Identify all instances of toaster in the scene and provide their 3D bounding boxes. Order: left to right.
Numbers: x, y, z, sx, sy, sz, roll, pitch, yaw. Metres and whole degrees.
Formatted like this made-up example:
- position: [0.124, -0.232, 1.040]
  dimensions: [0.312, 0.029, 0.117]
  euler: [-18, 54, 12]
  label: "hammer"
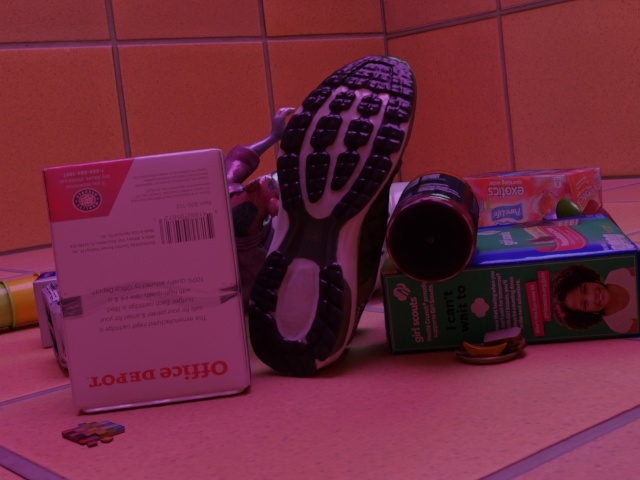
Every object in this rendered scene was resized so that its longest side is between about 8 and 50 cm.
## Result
- position: [-0.310, 0.110, 1.356]
  dimensions: [0.146, 0.129, 0.227]
  euler: [-13, 10, -20]
  label: "toaster"

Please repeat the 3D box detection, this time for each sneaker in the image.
- position: [0.031, -0.032, 1.216]
  dimensions: [0.158, 0.410, 0.182]
  euler: [20, 3, 23]
  label: "sneaker"

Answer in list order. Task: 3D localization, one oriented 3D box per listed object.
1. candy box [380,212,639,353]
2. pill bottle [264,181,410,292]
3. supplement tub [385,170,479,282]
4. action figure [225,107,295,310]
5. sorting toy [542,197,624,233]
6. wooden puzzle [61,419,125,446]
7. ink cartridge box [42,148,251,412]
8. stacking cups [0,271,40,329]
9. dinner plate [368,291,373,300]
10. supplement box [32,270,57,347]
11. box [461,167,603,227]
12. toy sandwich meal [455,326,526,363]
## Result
- position: [0.248, 0.053, 1.286]
  dimensions: [0.317, 0.122, 0.268]
  euler: [-7, 10, 9]
  label: "candy box"
- position: [0.000, 0.000, 1.649]
  dimensions: [0.361, 0.204, 0.204]
  euler: [-7, 6, 5]
  label: "pill bottle"
- position: [0.141, -0.025, 1.164]
  dimensions: [0.106, 0.106, 0.198]
  euler: [-5, 15, 13]
  label: "supplement tub"
- position: [-0.134, -0.023, 1.363]
  dimensions: [0.276, 0.248, 0.370]
  euler: [-16, -11, -14]
  label: "action figure"
- position: [0.447, 0.006, 1.762]
  dimensions: [0.126, 0.127, 0.365]
  euler: [-36, 4, 0]
  label: "sorting toy"
- position: [-0.238, 0.200, 1.000]
  dimensions: [0.049, 0.006, 0.083]
  euler: [-12, 8, -40]
  label: "wooden puzzle"
- position: [-0.200, 0.043, 1.131]
  dimensions: [0.207, 0.283, 0.117]
  euler: [-7, 3, -3]
  label: "ink cartridge box"
- position: [-0.640, 0.127, 1.658]
  dimensions: [0.316, 0.096, 0.096]
  euler: [-10, 7, -28]
  label: "stacking cups"
- position: [0.012, 0.088, 1.330]
  dimensions: [0.141, 0.141, 0.017]
  euler: [-9, 51, -22]
  label: "dinner plate"
- position: [-0.345, 0.097, 1.556]
  dimensions: [0.220, 0.114, 0.111]
  euler: [-9, 8, -9]
  label: "supplement box"
- position: [0.452, -0.074, 2.089]
  dimensions: [0.142, 0.154, 0.300]
  euler: [-13, 10, -41]
  label: "box"
- position: [0.201, 0.123, 1.132]
  dimensions: [0.086, 0.029, 0.085]
  euler: [-6, 6, 1]
  label: "toy sandwich meal"
